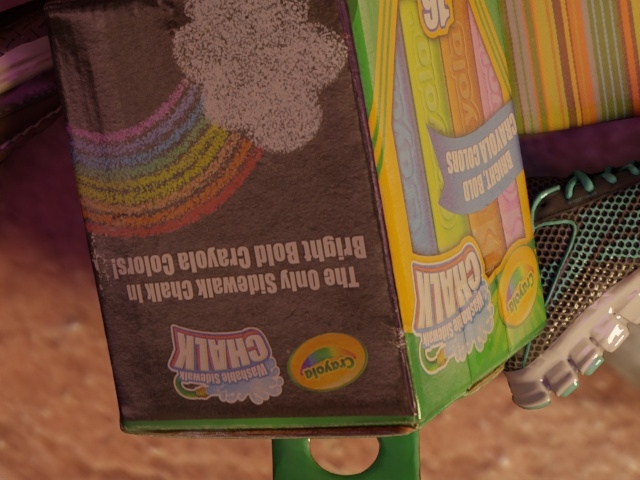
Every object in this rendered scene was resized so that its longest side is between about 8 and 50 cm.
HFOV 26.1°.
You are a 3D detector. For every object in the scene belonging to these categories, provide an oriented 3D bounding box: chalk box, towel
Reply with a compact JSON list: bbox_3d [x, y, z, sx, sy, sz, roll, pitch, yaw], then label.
[{"bbox_3d":[0.000,0.000,0.536,0.132,0.132,0.213,-4,101,30],"label":"chalk box"},{"bbox_3d":[0.178,-0.110,0.582,0.237,0.021,0.102,-9,102,5],"label":"towel"}]

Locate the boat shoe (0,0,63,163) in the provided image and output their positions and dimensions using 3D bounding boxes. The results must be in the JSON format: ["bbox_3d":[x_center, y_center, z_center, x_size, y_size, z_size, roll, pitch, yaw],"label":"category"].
[{"bbox_3d":[-0.186,-0.013,0.596,0.257,0.095,0.095,-26,110,14],"label":"boat shoe"}]

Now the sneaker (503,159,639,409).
[{"bbox_3d":[0.120,-0.007,0.581,0.076,0.065,0.166,43,99,2],"label":"sneaker"}]
